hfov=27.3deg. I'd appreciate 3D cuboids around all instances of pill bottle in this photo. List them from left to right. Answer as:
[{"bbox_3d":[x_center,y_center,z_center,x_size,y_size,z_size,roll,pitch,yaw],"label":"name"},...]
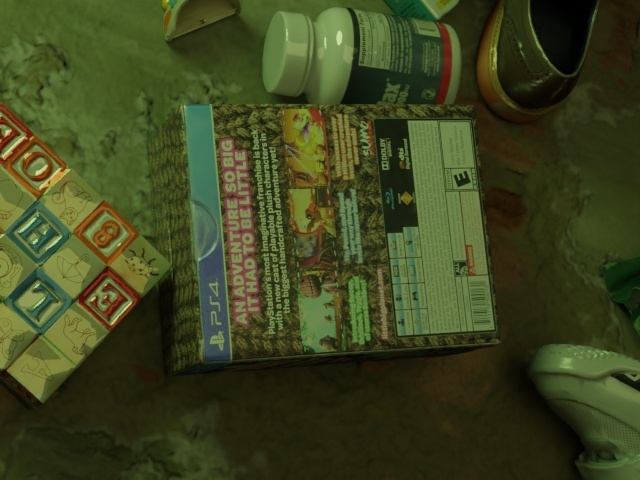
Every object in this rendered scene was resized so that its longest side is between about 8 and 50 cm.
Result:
[{"bbox_3d":[0.039,-0.175,1.312,0.180,0.108,0.107,5,78,-18],"label":"pill bottle"}]

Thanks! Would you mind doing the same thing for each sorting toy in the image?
[{"bbox_3d":[-0.115,-0.237,1.286,0.083,0.075,0.044,-26,89,-23],"label":"sorting toy"}]

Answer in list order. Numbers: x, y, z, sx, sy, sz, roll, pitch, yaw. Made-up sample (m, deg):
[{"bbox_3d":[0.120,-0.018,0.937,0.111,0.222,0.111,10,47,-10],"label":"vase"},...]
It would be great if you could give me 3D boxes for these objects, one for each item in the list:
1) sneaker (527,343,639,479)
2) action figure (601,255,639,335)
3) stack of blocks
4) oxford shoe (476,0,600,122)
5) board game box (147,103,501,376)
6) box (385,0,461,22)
[{"bbox_3d":[0.325,0.271,1.309,0.366,0.137,0.210,39,67,-12],"label":"sneaker"},{"bbox_3d":[0.432,0.035,1.440,0.232,0.063,0.137,-27,86,-26],"label":"action figure"},{"bbox_3d":[-0.301,-0.013,1.168,0.297,0.087,0.171,45,69,-7],"label":"stack of blocks"},{"bbox_3d":[0.256,-0.311,1.403,0.130,0.133,0.363,9,76,-17],"label":"oxford shoe"},{"bbox_3d":[0.000,0.000,1.245,0.291,0.141,0.232,-1,80,-20],"label":"board game box"},{"bbox_3d":[0.064,-0.340,1.379,0.100,0.060,0.244,-43,95,-22],"label":"box"}]
